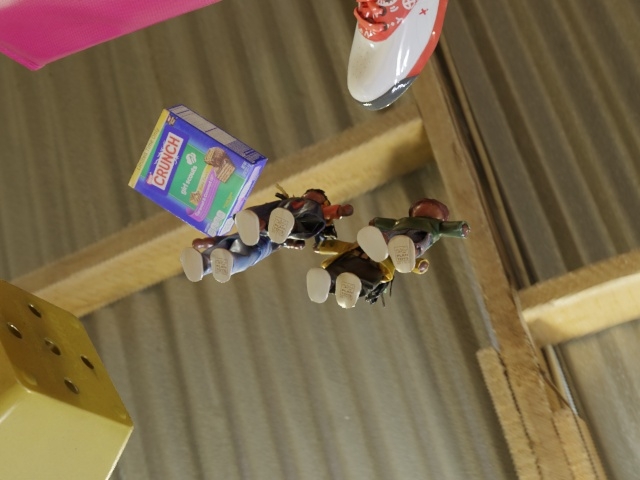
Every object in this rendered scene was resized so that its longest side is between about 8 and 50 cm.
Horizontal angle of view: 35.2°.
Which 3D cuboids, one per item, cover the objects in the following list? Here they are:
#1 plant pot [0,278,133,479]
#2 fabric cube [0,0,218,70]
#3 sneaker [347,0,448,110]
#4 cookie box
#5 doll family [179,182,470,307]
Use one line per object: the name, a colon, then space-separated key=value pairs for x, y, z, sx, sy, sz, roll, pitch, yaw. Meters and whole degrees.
plant pot: x=-0.288 y=0.148 z=0.838 sx=0.187 sy=0.212 sz=0.212 roll=-43 pitch=-126 yaw=7
fabric cube: x=-0.138 y=-0.267 z=0.480 sx=0.258 sy=0.254 sz=0.259 roll=-5 pitch=-115 yaw=43
sneaker: x=0.059 y=-0.255 z=0.891 sx=0.090 sy=0.145 sz=0.270 roll=47 pitch=-66 yaw=44
cookie box: x=-0.122 y=-0.068 z=0.995 sx=0.107 sy=0.040 sz=0.091 roll=32 pitch=-69 yaw=9
doll family: x=0.000 y=0.000 z=0.669 sx=0.193 sy=0.111 sz=0.076 roll=14 pitch=-69 yaw=18
